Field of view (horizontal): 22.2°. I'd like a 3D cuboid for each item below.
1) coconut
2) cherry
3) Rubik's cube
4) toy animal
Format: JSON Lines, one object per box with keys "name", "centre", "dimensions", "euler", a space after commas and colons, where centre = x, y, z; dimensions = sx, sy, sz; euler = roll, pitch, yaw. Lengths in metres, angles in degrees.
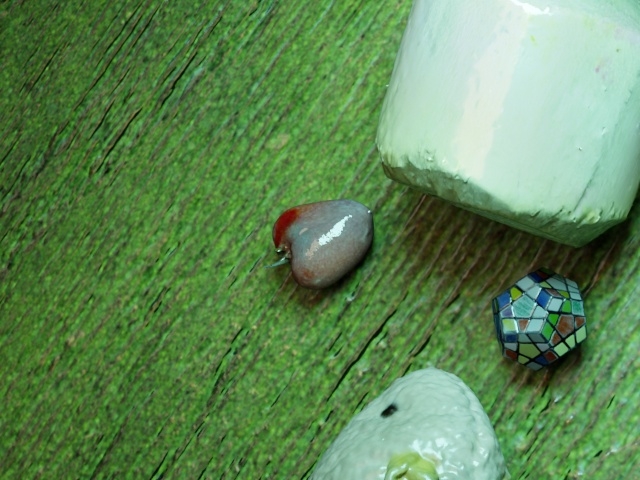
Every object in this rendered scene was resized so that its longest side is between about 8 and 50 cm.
{"name": "coconut", "centre": [0.224, -0.171, 1.733], "dimensions": [0.297, 0.297, 0.309], "euler": [21, 91, 33]}
{"name": "cherry", "centre": [0.002, 0.006, 1.911], "dimensions": [0.126, 0.087, 0.106], "euler": [-6, 62, 8]}
{"name": "Rubik's cube", "centre": [0.234, 0.083, 1.751], "dimensions": [0.111, 0.111, 0.093], "euler": [42, 123, 33]}
{"name": "toy animal", "centre": [0.076, 0.303, 1.697], "dimensions": [0.226, 0.188, 0.358], "euler": [11, 78, 61]}
